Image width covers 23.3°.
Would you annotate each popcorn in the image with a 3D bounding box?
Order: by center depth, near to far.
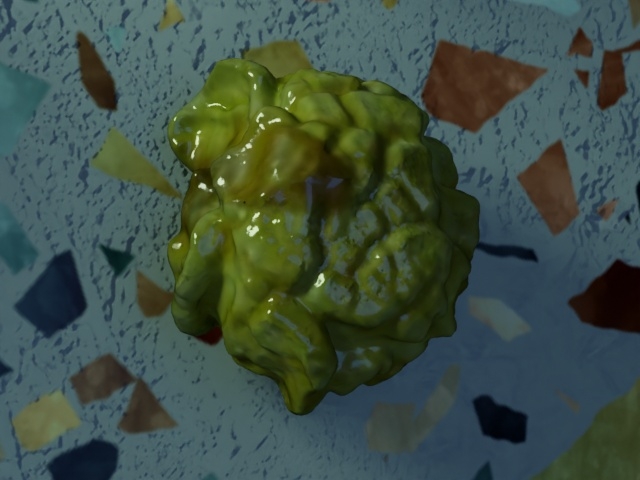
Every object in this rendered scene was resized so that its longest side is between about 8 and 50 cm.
[{"bbox_3d":[-0.010,-0.006,1.050,0.216,0.181,0.235,33,68,-17],"label":"popcorn"}]
